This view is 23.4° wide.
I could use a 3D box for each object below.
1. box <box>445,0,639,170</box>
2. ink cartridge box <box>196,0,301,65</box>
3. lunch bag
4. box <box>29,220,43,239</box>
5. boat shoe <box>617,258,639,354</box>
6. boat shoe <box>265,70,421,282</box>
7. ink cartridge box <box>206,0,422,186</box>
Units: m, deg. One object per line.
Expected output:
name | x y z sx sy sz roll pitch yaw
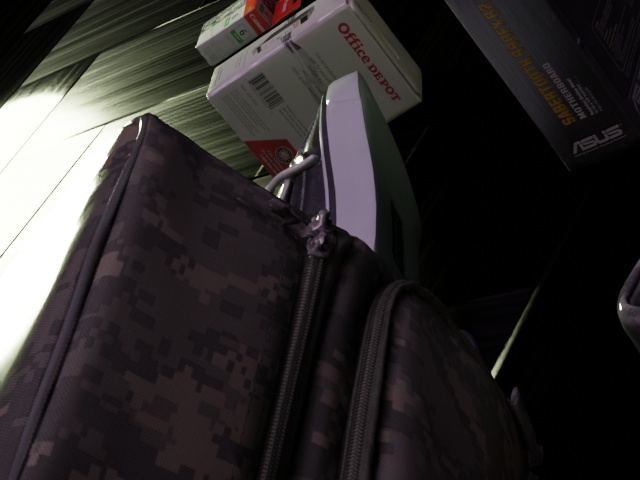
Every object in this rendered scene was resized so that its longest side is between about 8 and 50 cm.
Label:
box | 0.150 -0.184 0.959 0.056 0.183 0.231 -23 30 36
ink cartridge box | -0.071 -0.228 1.567 0.115 0.029 0.063 -31 24 22
lunch bag | -0.036 0.135 0.594 0.212 0.256 0.305 -45 19 32
box | -0.232 0.040 1.329 0.145 0.038 0.186 -18 33 43
boat shoe | 0.251 -0.050 0.646 0.335 0.119 0.121 -50 25 -21
boat shoe | 0.002 0.003 0.944 0.105 0.113 0.306 -19 38 13
ink cartridge box | -0.003 -0.120 1.185 0.135 0.099 0.056 -31 24 20
